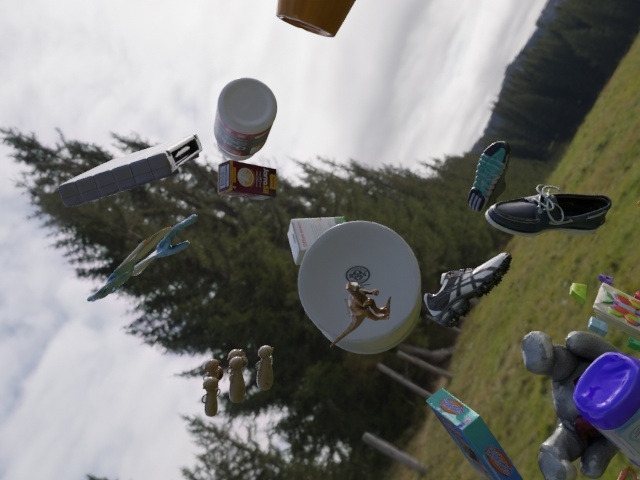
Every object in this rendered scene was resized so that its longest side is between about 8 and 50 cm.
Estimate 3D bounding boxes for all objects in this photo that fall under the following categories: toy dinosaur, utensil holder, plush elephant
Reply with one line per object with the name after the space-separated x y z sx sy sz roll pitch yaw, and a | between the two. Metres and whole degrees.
0.080 0.137 1.281 0.211 0.112 0.064 91 -173 -48 | toy dinosaur
0.114 0.134 1.758 0.327 0.328 0.385 -61 -12 -8 | utensil holder
0.563 0.294 1.180 0.330 0.255 0.271 7 -104 -43 | plush elephant

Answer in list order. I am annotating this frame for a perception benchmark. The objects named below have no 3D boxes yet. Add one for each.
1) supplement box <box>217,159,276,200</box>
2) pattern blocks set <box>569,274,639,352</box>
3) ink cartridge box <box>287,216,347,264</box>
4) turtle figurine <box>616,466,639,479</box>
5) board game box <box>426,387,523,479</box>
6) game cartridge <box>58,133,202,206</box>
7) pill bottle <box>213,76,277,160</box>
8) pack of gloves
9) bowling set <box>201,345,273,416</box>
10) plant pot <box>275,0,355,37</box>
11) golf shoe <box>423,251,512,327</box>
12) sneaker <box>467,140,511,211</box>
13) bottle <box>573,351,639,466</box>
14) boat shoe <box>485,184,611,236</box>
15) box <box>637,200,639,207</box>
-0.245 -0.200 2.185 0.188 0.081 0.104 6 -101 -39 | supplement box
0.811 0.186 1.742 0.325 0.285 0.026 -60 -11 -58 | pattern blocks set
0.000 0.000 2.371 0.093 0.212 0.154 110 150 -47 | ink cartridge box
0.404 0.472 0.908 0.269 0.217 0.087 -52 17 -23 | turtle figurine
0.309 0.404 1.275 0.047 0.210 0.160 -37 15 -8 | board game box
-0.393 -0.155 1.397 0.355 0.230 0.068 -90 -21 -75 | game cartridge
-0.284 -0.429 2.383 0.210 0.210 0.363 -59 4 -17 | pill bottle
-0.329 0.045 1.241 0.232 0.046 0.195 -39 3 30 | pack of gloves
-0.305 0.414 2.057 0.287 0.200 0.154 -19 -63 -45 | bowling set
0.000 -0.516 1.292 0.205 0.205 0.188 -14 -56 -74 | plant pot
0.291 0.080 1.293 0.198 0.094 0.077 -42 -28 -3 | golf shoe
0.499 -0.188 1.858 0.098 0.083 0.223 -11 -45 -34 | sneaker
0.503 0.286 0.987 0.118 0.283 0.092 -50 24 -4 | bottle
0.451 -0.058 1.275 0.079 0.255 0.095 105 164 -45 | boat shoe
0.894 -0.114 1.680 0.136 0.028 0.081 -60 33 38 | box
